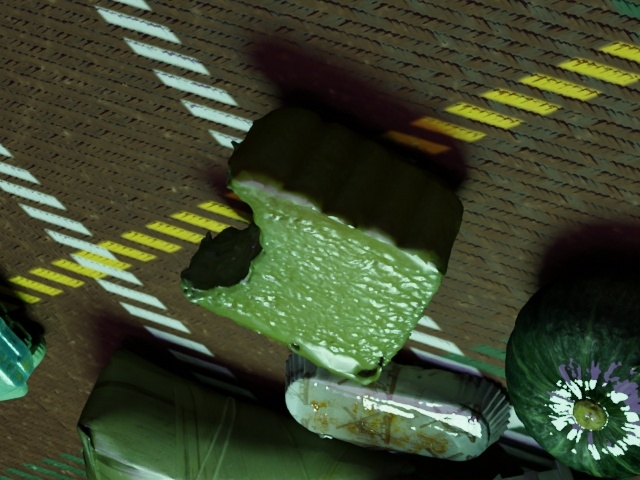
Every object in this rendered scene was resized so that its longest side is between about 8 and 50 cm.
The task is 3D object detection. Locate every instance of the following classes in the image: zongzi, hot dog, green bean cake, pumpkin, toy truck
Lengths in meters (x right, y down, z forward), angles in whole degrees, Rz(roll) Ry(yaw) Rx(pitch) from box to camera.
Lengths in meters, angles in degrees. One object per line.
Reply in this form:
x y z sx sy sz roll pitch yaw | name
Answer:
-0.104 0.346 1.941 0.418 0.181 0.447 12 140 7 | zongzi
0.080 0.178 1.733 0.252 0.069 0.131 11 130 13 | hot dog
0.000 0.000 1.527 0.233 0.124 0.236 26 141 -3 | green bean cake
0.277 0.125 1.505 0.211 0.152 0.212 23 133 27 | pumpkin
-0.468 0.137 1.902 0.278 0.156 0.155 -10 130 37 | toy truck

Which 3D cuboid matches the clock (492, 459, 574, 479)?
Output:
0.133 0.387 1.764 0.309 0.166 0.235 -8 139 -8 | clock
